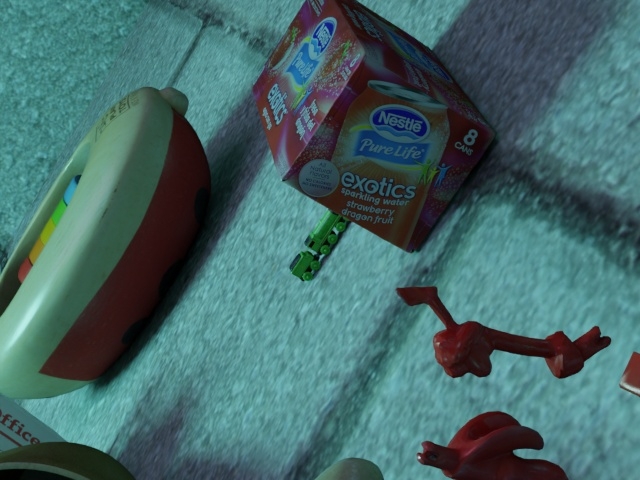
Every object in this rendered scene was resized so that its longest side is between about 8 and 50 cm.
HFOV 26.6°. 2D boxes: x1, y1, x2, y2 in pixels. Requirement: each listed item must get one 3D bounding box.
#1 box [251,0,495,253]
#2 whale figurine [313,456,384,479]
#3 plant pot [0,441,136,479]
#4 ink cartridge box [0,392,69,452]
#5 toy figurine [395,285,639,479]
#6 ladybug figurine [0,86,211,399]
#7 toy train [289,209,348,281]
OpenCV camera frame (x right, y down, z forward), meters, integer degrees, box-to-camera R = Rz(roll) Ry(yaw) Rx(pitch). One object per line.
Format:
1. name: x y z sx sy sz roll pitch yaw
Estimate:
1. box: 0.035 -0.112 1.131 0.123 0.128 0.257 -55 19 15
2. whale figurine: 0.019 0.225 0.745 0.272 0.141 0.216 -17 41 28
3. plant pot: -0.234 0.268 1.173 0.237 0.237 0.254 -58 6 7
4. ink cartridge box: -0.339 0.283 1.348 0.119 0.207 0.353 -38 20 41
5. toy figurine: 0.076 0.214 0.501 0.362 0.191 0.217 -63 24 -2
6. ladybug figurine: -0.271 0.016 1.669 0.449 0.162 0.305 -56 19 16
7. toy train: 0.000 0.000 1.220 0.083 0.023 0.017 -57 19 12
